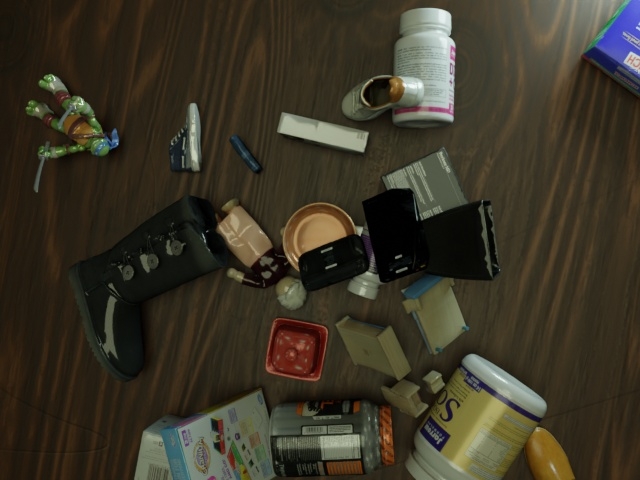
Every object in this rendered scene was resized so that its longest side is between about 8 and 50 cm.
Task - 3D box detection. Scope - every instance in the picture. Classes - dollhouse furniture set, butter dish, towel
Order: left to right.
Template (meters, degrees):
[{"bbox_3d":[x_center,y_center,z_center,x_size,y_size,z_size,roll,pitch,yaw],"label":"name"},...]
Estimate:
[{"bbox_3d":[-0.206,-0.236,1.899,0.029,0.067,0.119,-37,87,3],"label":"towel"},{"bbox_3d":[-0.071,0.300,1.859,0.160,0.118,0.160,10,90,6],"label":"butter dish"},{"bbox_3d":[0.247,0.250,1.854,0.303,0.198,0.287,-34,110,-25],"label":"dollhouse furniture set"}]

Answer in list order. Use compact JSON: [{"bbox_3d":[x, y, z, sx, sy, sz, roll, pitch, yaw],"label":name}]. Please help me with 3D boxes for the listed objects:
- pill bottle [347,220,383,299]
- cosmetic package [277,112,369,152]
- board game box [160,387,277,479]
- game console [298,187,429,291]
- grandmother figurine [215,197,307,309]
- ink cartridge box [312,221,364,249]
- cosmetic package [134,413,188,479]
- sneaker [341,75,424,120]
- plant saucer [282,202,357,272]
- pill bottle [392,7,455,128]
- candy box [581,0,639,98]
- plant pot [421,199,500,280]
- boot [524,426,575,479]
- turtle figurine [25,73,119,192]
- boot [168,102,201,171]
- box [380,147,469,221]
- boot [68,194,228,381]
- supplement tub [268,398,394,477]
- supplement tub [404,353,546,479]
[{"bbox_3d":[0.138,0.048,1.778,0.108,0.108,0.194,20,93,6],"label":"pill bottle"},{"bbox_3d":[0.011,-0.284,1.862,0.238,0.099,0.061,14,94,6],"label":"cosmetic package"},{"bbox_3d":[-0.245,0.547,1.786,0.064,0.316,0.242,-17,87,37],"label":"board game box"},{"bbox_3d":[0.092,0.018,1.723,0.361,0.044,0.213,-21,68,29],"label":"game console"},{"bbox_3d":[-0.156,0.044,1.883,0.207,0.104,0.342,-39,89,12],"label":"grandmother figurine"},{"bbox_3d":[0.087,0.013,1.870,0.209,0.062,0.109,7,91,6],"label":"ink cartridge box"},{"bbox_3d":[-0.389,0.576,1.860,0.151,0.183,0.152,11,92,6],"label":"cosmetic package"},{"bbox_3d":[0.124,-0.374,1.762,0.123,0.290,0.106,-1,89,-35],"label":"sneaker"},{"bbox_3d":[0.000,0.000,1.830,0.199,0.037,0.200,0,90,8],"label":"plant saucer"},{"bbox_3d":[0.270,-0.445,1.802,0.160,0.160,0.283,1,90,6],"label":"pill bottle"},{"bbox_3d":[0.883,-0.528,1.756,0.268,0.122,0.317,38,93,4],"label":"candy box"},{"bbox_3d":[0.338,0.005,1.691,0.166,0.188,0.188,-8,91,19],"label":"plant pot"},{"bbox_3d":[0.613,0.631,1.739,0.104,0.211,0.295,-22,87,5],"label":"boot"},{"bbox_3d":[-0.715,-0.322,1.872,0.274,0.198,0.266,-30,64,-35],"label":"turtle figurine"},{"bbox_3d":[-0.380,-0.284,1.916,0.086,0.069,0.190,-2,92,3],"label":"boot"},{"bbox_3d":[0.294,-0.087,1.828,0.184,0.103,0.261,-23,88,9],"label":"box"},{"bbox_3d":[-0.429,0.133,1.847,0.445,0.146,0.367,-27,86,15],"label":"boot"},{"bbox_3d":[0.033,0.516,1.810,0.315,0.193,0.194,-4,90,6],"label":"supplement tub"},{"bbox_3d":[0.387,0.484,1.748,0.241,0.241,0.331,33,93,5],"label":"supplement tub"}]
